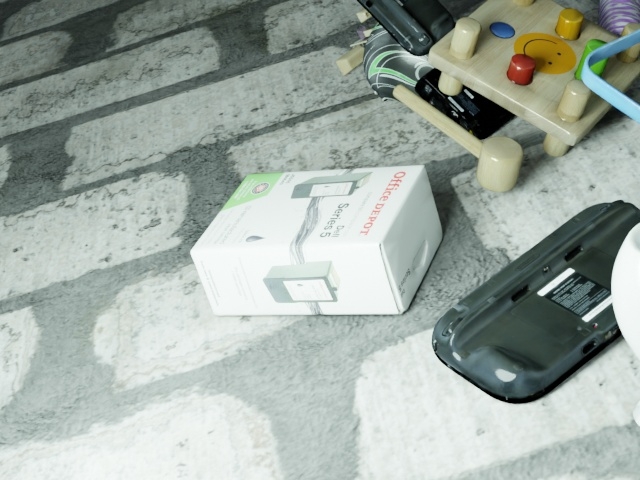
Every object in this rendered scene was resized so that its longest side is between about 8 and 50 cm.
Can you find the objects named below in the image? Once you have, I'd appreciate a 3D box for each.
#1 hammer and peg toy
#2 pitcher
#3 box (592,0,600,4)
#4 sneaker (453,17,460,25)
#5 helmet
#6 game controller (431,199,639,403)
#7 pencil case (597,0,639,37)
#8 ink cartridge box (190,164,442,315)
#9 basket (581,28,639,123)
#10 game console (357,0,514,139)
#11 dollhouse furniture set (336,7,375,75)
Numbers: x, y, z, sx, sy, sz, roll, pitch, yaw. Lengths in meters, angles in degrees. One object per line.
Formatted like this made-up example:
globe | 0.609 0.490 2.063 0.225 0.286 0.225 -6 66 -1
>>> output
hammer and peg toy | 0.287 -0.242 1.722 0.266 0.127 0.361 34 51 19
pitcher | 0.373 0.071 1.160 0.177 0.207 0.125 -24 30 -13
box | 0.555 -0.458 2.097 0.137 0.072 0.126 -21 29 -5
sneaker | 0.202 -0.335 2.102 0.098 0.083 0.223 -48 32 -10
helmet | 0.150 -0.304 1.984 0.161 0.169 0.169 21 45 25
game controller | 0.282 0.065 1.372 0.319 0.067 0.166 -35 48 -20
pencil case | 0.490 -0.340 1.928 0.088 0.086 0.206 17 37 4
ink cartridge box | 0.000 0.000 1.578 0.273 0.115 0.198 -2 33 26
basket | 0.504 -0.184 1.494 0.255 0.201 0.289 -29 62 -21
game console | 0.183 -0.328 1.870 0.213 0.361 0.044 -39 -8 -33
dollhouse furniture set | 0.051 -0.361 2.214 0.114 0.091 0.081 -40 21 -29
